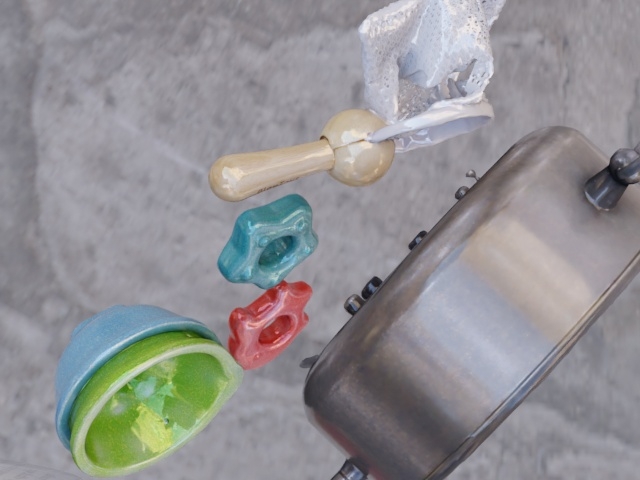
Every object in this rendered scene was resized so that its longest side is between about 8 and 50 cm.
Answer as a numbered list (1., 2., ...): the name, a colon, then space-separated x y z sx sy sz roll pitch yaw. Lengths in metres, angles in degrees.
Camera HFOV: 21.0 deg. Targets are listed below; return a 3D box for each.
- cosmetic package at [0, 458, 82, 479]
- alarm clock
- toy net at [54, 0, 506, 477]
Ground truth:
1. cosmetic package: -0.153 0.195 0.623 0.085 0.117 0.231 12 90 3
2. alarm clock: 0.060 0.010 0.548 0.064 0.129 0.192 45 130 2
3. toy net: 0.000 0.000 0.643 0.232 0.045 0.122 -44 148 5
